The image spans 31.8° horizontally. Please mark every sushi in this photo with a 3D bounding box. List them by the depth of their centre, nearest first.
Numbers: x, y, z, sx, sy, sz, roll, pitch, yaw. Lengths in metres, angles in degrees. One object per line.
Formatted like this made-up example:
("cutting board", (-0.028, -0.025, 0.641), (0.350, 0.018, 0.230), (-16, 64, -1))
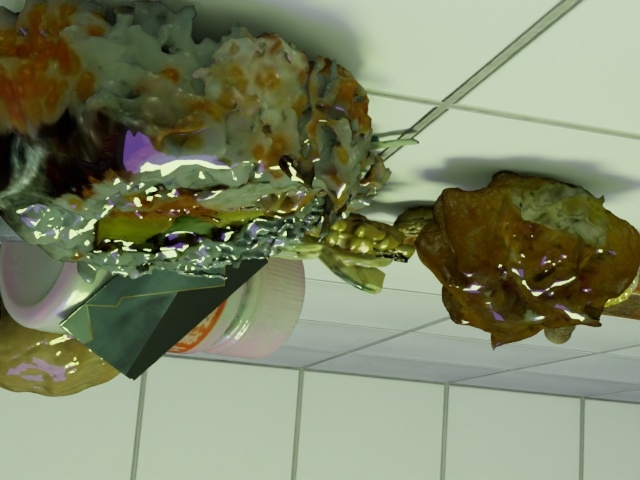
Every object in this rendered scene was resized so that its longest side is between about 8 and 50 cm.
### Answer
("sushi", (-0.131, -0.083, 1.063), (0.417, 0.176, 0.417), (-2, 162, -1))

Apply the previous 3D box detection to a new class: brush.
("brush", (0.070, -0.108, 1.233), (0.083, 0.013, 0.016), (-2, 163, 36))

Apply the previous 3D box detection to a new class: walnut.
("walnut", (-0.402, 0.103, 1.747), (0.285, 0.285, 0.296), (4, -154, -1))

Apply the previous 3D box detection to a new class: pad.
("pad", (-0.193, 0.066, 1.423), (0.004, 0.243, 0.163), (49, 180, 43))

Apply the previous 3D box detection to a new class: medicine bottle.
("medicine bottle", (-0.223, 0.044, 1.546), (0.388, 0.219, 0.219), (17, 162, -42))

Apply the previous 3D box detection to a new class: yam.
("yam", (0.462, 0.150, 2.143), (0.066, 0.066, 0.300), (2, 167, 11))

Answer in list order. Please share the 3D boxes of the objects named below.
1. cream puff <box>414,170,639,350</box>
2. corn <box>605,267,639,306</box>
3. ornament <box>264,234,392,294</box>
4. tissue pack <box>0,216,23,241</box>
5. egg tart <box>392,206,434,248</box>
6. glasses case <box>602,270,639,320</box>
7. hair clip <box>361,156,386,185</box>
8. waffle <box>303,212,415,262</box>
("cream puff", (0.252, 0.020, 1.360), (0.269, 0.155, 0.241), (-4, 140, 14))
("corn", (0.320, 0.048, 1.650), (0.305, 0.122, 0.123), (-5, -168, 45))
("ornament", (0.000, 0.000, 1.553), (0.201, 0.059, 0.180), (19, -162, -1))
("tissue pack", (-0.418, -0.056, 1.401), (0.156, 0.112, 0.051), (1, 168, 14))
("egg tart", (0.145, -0.014, 1.542), (0.130, 0.052, 0.130), (3, 168, 1))
("glasses case", (0.526, 0.089, 1.882), (0.075, 0.049, 0.218), (9, 168, 7))
("hair clip", (0.015, -0.080, 1.274), (0.116, 0.049, 0.172), (8, 171, 9))
("waffle", (-0.013, -0.027, 1.411), (0.228, 0.051, 0.231), (10, -173, -43))
